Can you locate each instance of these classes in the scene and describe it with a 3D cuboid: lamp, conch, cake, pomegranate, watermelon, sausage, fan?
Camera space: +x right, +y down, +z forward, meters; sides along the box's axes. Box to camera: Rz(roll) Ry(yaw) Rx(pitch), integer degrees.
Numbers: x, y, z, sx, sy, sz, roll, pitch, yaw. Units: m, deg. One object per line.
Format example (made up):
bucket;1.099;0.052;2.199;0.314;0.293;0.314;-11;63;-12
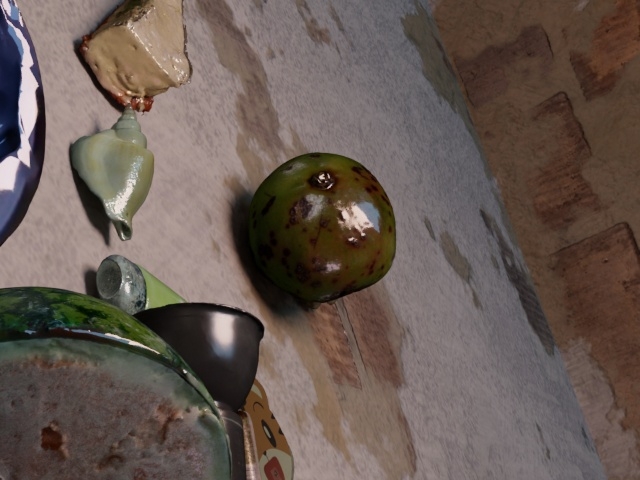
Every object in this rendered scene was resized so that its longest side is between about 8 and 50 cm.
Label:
lamp;-0.118;0.193;1.375;0.172;0.147;0.227;79;5;-63
conch;-0.212;-0.082;1.541;0.088;0.065;0.180;47;31;-44
cake;-0.198;-0.231;1.730;0.116;0.086;0.220;59;20;-16
pomegranate;0.000;0.000;1.857;0.248;0.202;0.202;88;-6;-53
watermelon;-0.205;0.127;1.134;0.305;0.224;0.180;55;46;-41
sausage;-0.070;0.288;1.498;0.033;0.033;0.269;40;33;-51
fan;-0.051;0.261;1.629;0.226;0.008;0.152;64;19;-1

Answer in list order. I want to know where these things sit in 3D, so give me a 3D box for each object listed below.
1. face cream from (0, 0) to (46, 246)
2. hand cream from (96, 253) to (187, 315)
face cream;-0.324;-0.081;0.893;0.249;0.225;0.249;24;61;-53
hand cream;-0.172;0.073;1.493;0.175;0.046;0.095;48;23;-56
